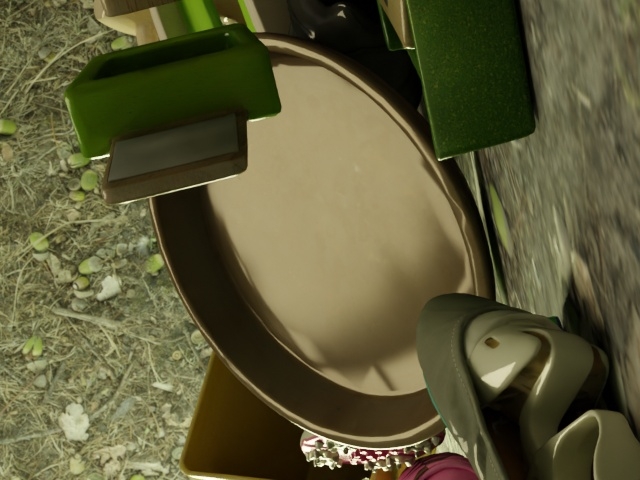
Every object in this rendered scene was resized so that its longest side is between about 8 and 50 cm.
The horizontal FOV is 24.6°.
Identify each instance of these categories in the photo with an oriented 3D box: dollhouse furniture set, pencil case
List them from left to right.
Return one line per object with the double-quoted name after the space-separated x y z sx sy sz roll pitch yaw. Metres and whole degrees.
-0.047 -0.181 0.589 0.151 0.198 0.301 -99 -4 -67 "dollhouse furniture set"
0.109 0.234 1.261 0.098 0.095 0.209 50 180 5 "pencil case"

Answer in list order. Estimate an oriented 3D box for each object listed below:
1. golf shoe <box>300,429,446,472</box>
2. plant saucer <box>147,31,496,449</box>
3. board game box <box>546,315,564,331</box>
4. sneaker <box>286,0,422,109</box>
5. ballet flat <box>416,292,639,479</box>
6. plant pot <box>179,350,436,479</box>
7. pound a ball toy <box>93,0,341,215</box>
0.055 0.101 1.211 0.306 0.115 0.140 121 152 -61 "golf shoe"
0.000 0.000 0.914 0.278 0.041 0.277 24 128 34 "plant saucer"
0.123 0.216 0.677 0.317 0.046 0.213 76 -179 -46 "board game box"
0.006 -0.214 0.940 0.130 0.109 0.286 97 154 -64 "sneaker"
0.088 0.073 0.534 0.213 0.072 0.068 -104 28 -51 "ballet flat"
0.018 0.175 1.472 0.187 0.212 0.212 47 -129 -50 "plant pot"
-0.034 -0.110 1.085 0.208 0.136 0.319 -47 58 48 "pound a ball toy"
